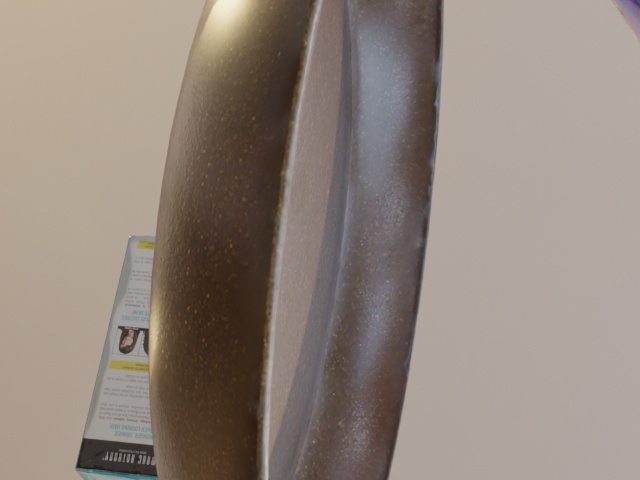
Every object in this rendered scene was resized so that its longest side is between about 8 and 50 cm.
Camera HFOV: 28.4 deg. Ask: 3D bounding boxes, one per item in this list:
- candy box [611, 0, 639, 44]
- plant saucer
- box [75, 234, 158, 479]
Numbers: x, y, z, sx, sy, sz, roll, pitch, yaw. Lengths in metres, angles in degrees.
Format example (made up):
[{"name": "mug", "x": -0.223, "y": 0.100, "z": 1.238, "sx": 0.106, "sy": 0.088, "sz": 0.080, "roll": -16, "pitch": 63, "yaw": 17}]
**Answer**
[{"name": "candy box", "x": 0.305, "y": -0.030, "z": 0.655, "sx": 0.122, "sy": 0.317, "sz": 0.268, "roll": -37, "pitch": -52, "yaw": 11}, {"name": "plant saucer", "x": 0.000, "y": 0.000, "z": 0.462, "sx": 0.050, "sy": 0.310, "sz": 0.311, "roll": 7, "pitch": -81, "yaw": 12}, {"name": "box", "x": -0.153, "y": 0.117, "z": 1.205, "sx": 0.100, "sy": 0.060, "sz": 0.244, "roll": 5, "pitch": -118, "yaw": 9}]
